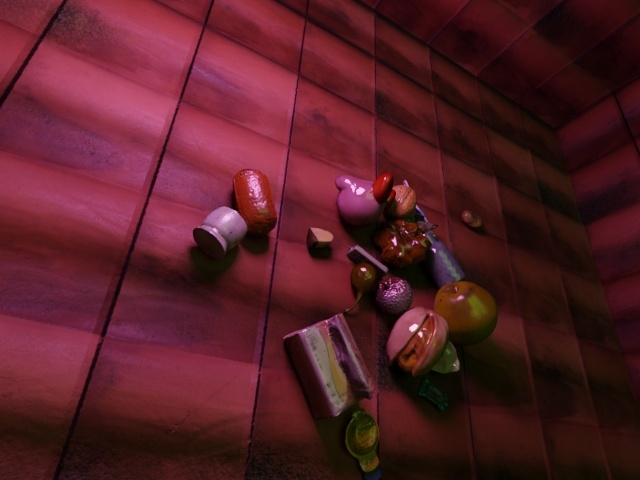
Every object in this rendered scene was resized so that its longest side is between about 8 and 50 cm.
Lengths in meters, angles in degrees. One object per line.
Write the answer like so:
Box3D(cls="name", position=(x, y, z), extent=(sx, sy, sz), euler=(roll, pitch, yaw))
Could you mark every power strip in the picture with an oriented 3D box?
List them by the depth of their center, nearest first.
Box3D(cls="power strip", position=(0.201, 0.091, 1.796), extent=(0.227, 0.080, 0.029), euler=(37, 57, -11))

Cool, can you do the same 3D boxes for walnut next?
Box3D(cls="walnut", position=(0.389, -0.188, 2.016), extent=(0.165, 0.165, 0.197), euler=(48, 56, -3))

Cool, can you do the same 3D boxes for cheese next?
Box3D(cls="cheese", position=(0.157, 0.726, 1.448), extent=(0.157, 0.064, 0.249), euler=(-8, 80, -35))

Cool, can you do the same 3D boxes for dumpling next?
Box3D(cls="dumpling", position=(0.507, 0.489, 1.775), extent=(0.181, 0.155, 0.111), euler=(-112, 176, -54))

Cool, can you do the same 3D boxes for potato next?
Box3D(cls="potato", position=(0.000, 0.000, 1.716), extent=(0.103, 0.066, 0.096), euler=(9, 37, -24))
Box3D(cls="potato", position=(0.864, -0.121, 2.350), extent=(0.138, 0.070, 0.091), euler=(29, 52, -20))

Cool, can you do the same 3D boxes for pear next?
Box3D(cls="pear", position=(0.650, 0.335, 1.849), extent=(0.295, 0.294, 0.294), euler=(15, 59, -27))

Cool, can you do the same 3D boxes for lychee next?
Box3D(cls="lychee", position=(0.308, 0.228, 1.735), extent=(0.197, 0.165, 0.165), euler=(63, 40, -38))

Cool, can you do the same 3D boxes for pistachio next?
Box3D(cls="pistachio", position=(0.402, 0.405, 1.685), extent=(0.230, 0.230, 0.308), euler=(41, 61, -9))

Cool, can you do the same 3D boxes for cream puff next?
Box3D(cls="cream puff", position=(0.383, 0.016, 1.897), extent=(0.269, 0.154, 0.240), euler=(-3, 67, -4))

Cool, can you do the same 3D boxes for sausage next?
Box3D(cls="sausage", position=(-0.255, -0.145, 1.568), extent=(0.141, 0.153, 0.267), euler=(-10, 72, -17))

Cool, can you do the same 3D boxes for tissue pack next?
Box3D(cls="tissue pack", position=(0.050, 0.424, 1.429), extent=(0.239, 0.238, 0.305), euler=(-14, 75, -38))
Box3D(cls="tissue pack", position=(0.475, 0.650, 1.722), extent=(0.138, 0.028, 0.085), euler=(39, 48, -4))

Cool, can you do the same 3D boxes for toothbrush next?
Box3D(cls="toothbrush", position=(0.527, -0.149, 2.161), extent=(0.040, 0.040, 0.385), euler=(-13, 76, -37))

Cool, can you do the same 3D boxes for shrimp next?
Box3D(cls="shrimp", position=(0.505, -0.094, 2.099), extent=(0.224, 0.047, 0.126), euler=(0, 62, -18))

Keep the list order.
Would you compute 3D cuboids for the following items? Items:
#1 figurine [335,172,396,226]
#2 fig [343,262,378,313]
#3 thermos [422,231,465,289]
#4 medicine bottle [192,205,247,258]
Box3D(cls="figurine", position=(0.195, -0.165, 1.818), extent=(0.262, 0.269, 0.211), euler=(4, 77, 13))
Box3D(cls="fig", position=(0.159, 0.203, 1.697), extent=(0.124, 0.124, 0.236), euler=(34, 63, -14))
Box3D(cls="thermos", position=(0.584, 0.088, 2.011), extent=(0.182, 0.145, 0.286), euler=(-14, 73, -48))
Box3D(cls="medicine bottle", position=(-0.354, -0.026, 1.446), extent=(0.147, 0.147, 0.143), euler=(43, 52, -7))
